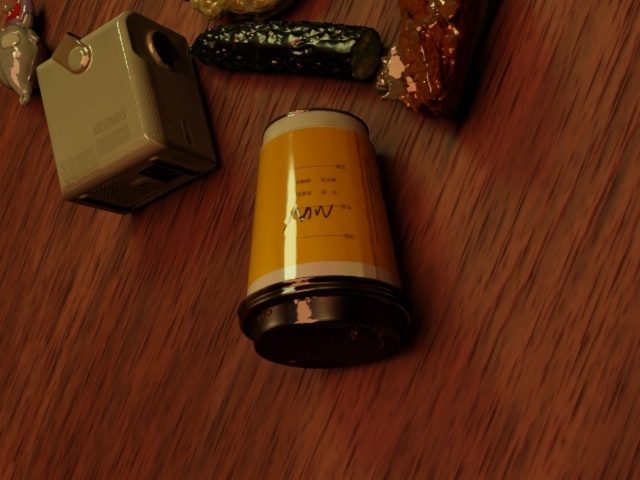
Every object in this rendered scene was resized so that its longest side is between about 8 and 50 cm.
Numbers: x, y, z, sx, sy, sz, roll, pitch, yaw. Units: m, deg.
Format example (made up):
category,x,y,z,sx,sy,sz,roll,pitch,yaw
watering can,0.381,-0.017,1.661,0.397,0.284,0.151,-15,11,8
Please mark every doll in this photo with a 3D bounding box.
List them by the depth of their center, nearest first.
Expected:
category,x,y,z,sx,sy,sz,roll,pitch,yaw
doll,-0.460,-0.290,1.683,0.102,0.075,0.227,-43,46,36

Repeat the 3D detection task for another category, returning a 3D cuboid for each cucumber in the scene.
category,x,y,z,sx,sy,sz,roll,pitch,yaw
cucumber,-0.056,-0.249,1.411,0.300,0.072,0.072,11,84,34

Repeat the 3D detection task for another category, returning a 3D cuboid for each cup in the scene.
category,x,y,z,sx,sy,sz,roll,pitch,yaw
cup,0.000,0.000,1.253,0.196,0.196,0.280,-19,61,28

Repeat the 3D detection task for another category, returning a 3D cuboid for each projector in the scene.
category,x,y,z,sx,sy,sz,roll,pitch,yaw
projector,-0.262,-0.178,1.472,0.177,0.163,0.242,-26,68,24

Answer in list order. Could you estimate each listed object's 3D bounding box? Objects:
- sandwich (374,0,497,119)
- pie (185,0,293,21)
category,x,y,z,sx,sy,sz,roll,pitch,yaw
sandwich,0.124,-0.234,1.242,0.109,0.160,0.185,19,97,16
pie,-0.122,-0.396,1.463,0.201,0.090,0.248,-46,74,14
